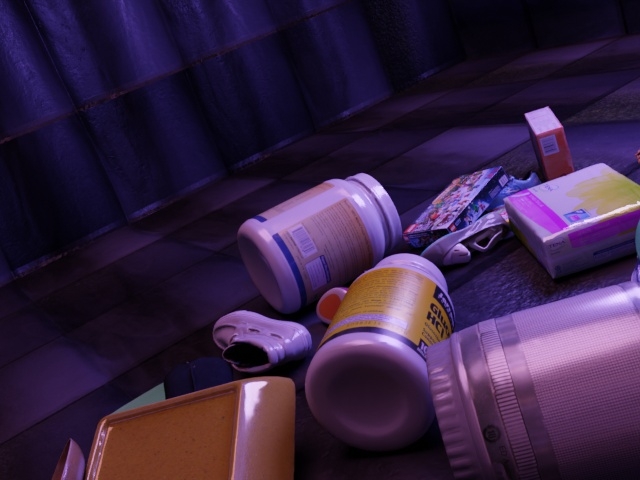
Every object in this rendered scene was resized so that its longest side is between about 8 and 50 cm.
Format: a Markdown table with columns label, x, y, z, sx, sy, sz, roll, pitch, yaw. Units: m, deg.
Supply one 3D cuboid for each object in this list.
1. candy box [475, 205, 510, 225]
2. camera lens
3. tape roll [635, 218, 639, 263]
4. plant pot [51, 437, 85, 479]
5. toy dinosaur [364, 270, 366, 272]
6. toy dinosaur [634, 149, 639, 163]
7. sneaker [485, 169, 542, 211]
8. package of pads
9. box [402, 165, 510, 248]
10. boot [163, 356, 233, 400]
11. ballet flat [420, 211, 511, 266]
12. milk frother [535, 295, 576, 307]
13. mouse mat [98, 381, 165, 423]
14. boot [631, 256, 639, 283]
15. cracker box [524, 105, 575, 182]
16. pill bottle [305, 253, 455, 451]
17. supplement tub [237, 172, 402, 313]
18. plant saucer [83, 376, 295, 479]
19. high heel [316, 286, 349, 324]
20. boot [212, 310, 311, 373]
| label | x | y | z | sx | sy | sz | roll | pitch | yaw |
| --- | --- | --- | --- | --- | --- | --- | --- | --- | --- |
| candy box | 0.401 | -0.046 | 1.660 | 0.206 | 0.027 | 0.105 | -20 | 20 | 4 |
| camera lens | 0.278 | 0.179 | 0.828 | 0.274 | 0.219 | 0.219 | -17 | 18 | 12 |
| tape roll | 0.620 | 0.003 | 1.040 | 0.321 | 0.077 | 0.321 | -21 | 36 | 16 |
| plant pot | -0.372 | 0.395 | 1.022 | 0.032 | 0.236 | 0.236 | 20 | 9 | -17 |
| toy dinosaur | 0.155 | 0.076 | 1.525 | 0.112 | 0.064 | 0.211 | -20 | 18 | -1 |
| toy dinosaur | 0.676 | -0.097 | 1.254 | 0.218 | 0.164 | 0.322 | -32 | 59 | -10 |
| sneaker | 0.443 | -0.120 | 1.753 | 0.162 | 0.073 | 0.063 | -23 | 18 | -3 |
| package of pads | 0.505 | -0.048 | 1.430 | 0.229 | 0.101 | 0.296 | -20 | 18 | 5 |
| box | 0.312 | -0.076 | 1.709 | 0.233 | 0.044 | 0.159 | -45 | 19 | -28 |
| boot | -0.256 | 0.301 | 1.275 | 0.247 | 0.094 | 0.207 | -20 | 19 | -9 |
| ballet flat | 0.308 | 0.008 | 1.550 | 0.213 | 0.072 | 0.068 | -29 | 49 | -15 |
| milk frother | 0.345 | 0.164 | 1.024 | 0.129 | 0.143 | 0.135 | -47 | 7 | -35 |
| mouse mat | -0.330 | 0.325 | 1.436 | 0.190 | 0.007 | 0.153 | -30 | 20 | -23 |
| boot | 0.543 | 0.020 | 1.212 | 0.069 | 0.086 | 0.190 | -9 | 21 | 33 |
| cracker box | 0.555 | -0.221 | 1.786 | 0.067 | 0.155 | 0.232 | -17 | 18 | 15 |
| pill bottle | 0.108 | 0.152 | 1.148 | 0.188 | 0.187 | 0.334 | -14 | 20 | 22 |
| supplement tub | 0.000 | 0.000 | 1.649 | 0.316 | 0.228 | 0.228 | -28 | 19 | -20 |
| plant saucer | -0.202 | 0.328 | 0.999 | 0.333 | 0.081 | 0.332 | -17 | 36 | 12 |
| high heel | 0.103 | 0.124 | 1.465 | 0.117 | 0.082 | 0.244 | 5 | -20 | -42 |
| boot | -0.149 | 0.197 | 1.427 | 0.258 | 0.095 | 0.123 | -3 | 8 | 41 |
